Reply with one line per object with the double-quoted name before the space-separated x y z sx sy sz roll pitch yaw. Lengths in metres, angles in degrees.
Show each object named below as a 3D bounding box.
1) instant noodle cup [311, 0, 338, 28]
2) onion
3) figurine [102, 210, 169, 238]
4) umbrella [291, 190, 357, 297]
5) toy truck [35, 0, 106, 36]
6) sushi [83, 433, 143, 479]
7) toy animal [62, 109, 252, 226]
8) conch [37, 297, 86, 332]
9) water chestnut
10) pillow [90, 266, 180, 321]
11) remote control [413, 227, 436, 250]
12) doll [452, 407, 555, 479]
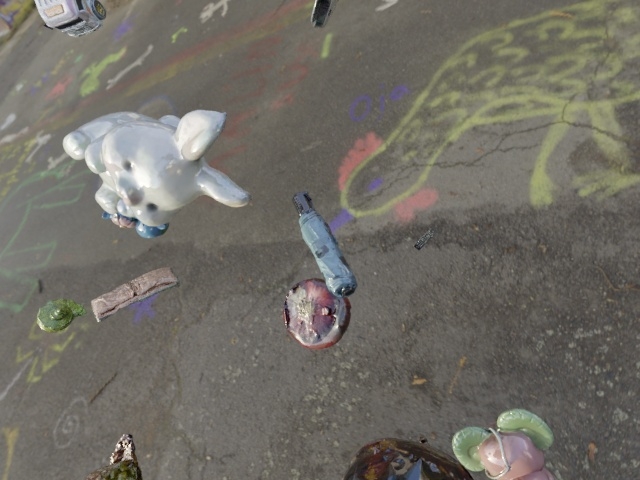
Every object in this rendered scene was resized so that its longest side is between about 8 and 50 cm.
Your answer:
"instant noodle cup" -0.019 -0.346 0.310 0.258 0.181 0.303 -93 27 -76
"onion" -0.002 0.280 1.657 0.271 0.195 0.273 -3 80 18
"figurine" -0.525 -0.085 1.245 0.114 0.178 0.145 -46 36 48
"umbrella" -0.002 0.001 0.779 0.053 0.052 0.251 -15 50 -16
"toy truck" -0.527 -0.535 0.849 0.097 0.227 0.114 -11 13 14
"sushi" -0.557 0.700 1.145 0.179 0.167 0.297 -24 27 24
"toy animal" -0.296 -0.156 0.822 0.367 0.196 0.241 18 52 40
"conch" -0.539 0.160 0.898 0.121 0.089 0.074 -39 57 51
"water chestnut" 0.216 0.605 1.004 0.334 0.347 0.336 4 103 19
"pillow" -0.509 0.140 1.179 0.232 0.043 0.126 -26 26 -21
"remote control" 0.361 -0.006 1.489 0.091 0.034 0.016 -48 18 23
"doll" 0.550 0.631 1.240 0.284 0.268 0.216 -37 4 23
